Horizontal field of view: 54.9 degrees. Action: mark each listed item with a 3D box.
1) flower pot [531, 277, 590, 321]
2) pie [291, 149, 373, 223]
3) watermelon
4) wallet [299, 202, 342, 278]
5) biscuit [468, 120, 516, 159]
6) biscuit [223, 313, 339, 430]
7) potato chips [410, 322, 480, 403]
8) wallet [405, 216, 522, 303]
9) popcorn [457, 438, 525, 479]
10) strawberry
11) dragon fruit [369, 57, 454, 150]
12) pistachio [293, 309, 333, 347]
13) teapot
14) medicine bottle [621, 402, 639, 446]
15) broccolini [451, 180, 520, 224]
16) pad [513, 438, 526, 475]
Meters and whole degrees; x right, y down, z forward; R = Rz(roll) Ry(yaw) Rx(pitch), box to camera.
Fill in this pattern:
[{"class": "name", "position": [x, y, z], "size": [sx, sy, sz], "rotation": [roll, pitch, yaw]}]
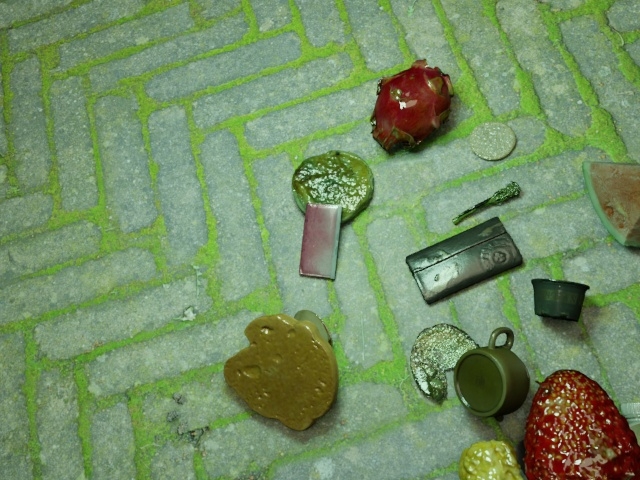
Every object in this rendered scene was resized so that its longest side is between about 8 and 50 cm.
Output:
[{"class": "flower pot", "position": [0.670, 0.170, 1.734], "size": [0.158, 0.157, 0.106], "rotation": [7, 81, 13]}, {"class": "pie", "position": [0.044, -0.180, 2.018], "size": [0.277, 0.078, 0.277], "rotation": [-3, 70, 8]}, {"class": "watermelon", "position": [0.888, -0.132, 1.770], "size": [0.250, 0.293, 0.283], "rotation": [-9, 65, 39]}, {"class": "wallet", "position": [0.000, 0.000, 1.941], "size": [0.119, 0.025, 0.232], "rotation": [7, 91, 12]}, {"class": "biscuit", "position": [0.562, -0.327, 2.016], "size": [0.152, 0.020, 0.152], "rotation": [-4, 69, 10]}, {"class": "biscuit", "position": [-0.109, 0.371, 1.783], "size": [0.351, 0.057, 0.312], "rotation": [15, 96, 20]}, {"class": "potato chips", "position": [0.354, 0.350, 1.782], "size": [0.202, 0.029, 0.220], "rotation": [30, 74, 20]}, {"class": "wallet", "position": [0.433, 0.058, 1.872], "size": [0.321, 0.044, 0.170], "rotation": [-23, 68, 1]}, {"class": "popcorn", "position": [0.443, 0.602, 1.584], "size": [0.170, 0.180, 0.180], "rotation": [12, 70, -3]}, {"class": "strawberry", "position": [0.623, 0.488, 1.537], "size": [0.292, 0.292, 0.343], "rotation": [-17, 61, 3]}, {"class": "dragon fruit", "position": [0.292, -0.441, 2.003], "size": [0.315, 0.250, 0.250], "rotation": [-26, 66, 7]}, {"class": "pistachio", "position": [-0.028, 0.277, 1.833], "size": [0.149, 0.113, 0.113], "rotation": [35, 78, 20]}, {"class": "teapot", "position": [0.485, 0.365, 1.671], "size": [0.186, 0.175, 0.267], "rotation": [13, 98, 51]}, {"class": "medicine bottle", "position": [0.837, 0.519, 1.592], "size": [0.132, 0.088, 0.188], "rotation": [-2, 69, 10]}, {"class": "broccolini", "position": [0.520, -0.113, 1.928], "size": [0.239, 0.051, 0.054], "rotation": [-29, 111, -1]}, {"class": "pad", "position": [0.652, 0.624, 1.628], "size": [0.181, 0.004, 0.267], "rotation": [-33, 66, -4]}]
